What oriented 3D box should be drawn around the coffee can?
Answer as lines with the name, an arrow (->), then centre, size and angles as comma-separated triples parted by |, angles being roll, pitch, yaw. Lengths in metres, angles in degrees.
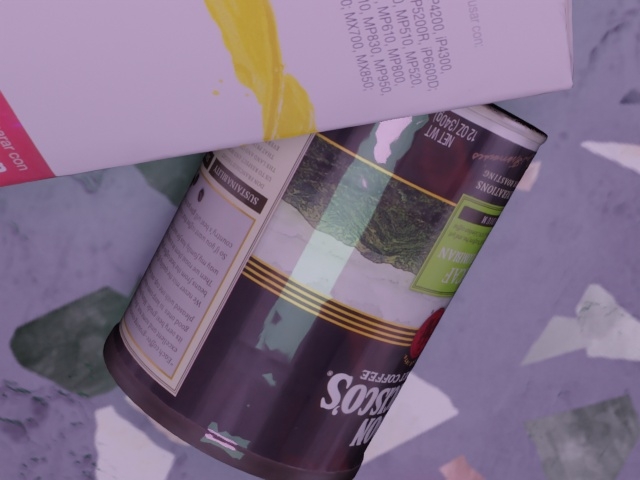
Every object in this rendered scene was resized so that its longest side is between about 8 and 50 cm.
coffee can -> 0.000, 0.000, 0.782 | 0.202, 0.201, 0.275 | 26, 101, -9

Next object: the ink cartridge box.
ink cartridge box -> -0.066, -0.197, 0.646 | 0.385, 0.279, 0.160 | -9, 140, 10
